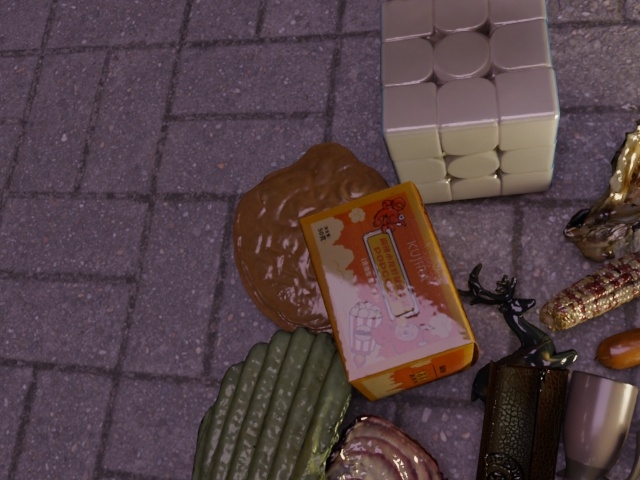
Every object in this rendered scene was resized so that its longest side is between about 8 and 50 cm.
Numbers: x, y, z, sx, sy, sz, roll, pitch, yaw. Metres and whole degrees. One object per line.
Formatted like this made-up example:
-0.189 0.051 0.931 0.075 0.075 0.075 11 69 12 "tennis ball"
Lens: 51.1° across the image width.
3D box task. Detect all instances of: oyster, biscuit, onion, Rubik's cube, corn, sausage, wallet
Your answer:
0.595 -0.092 1.195 0.337 0.133 0.198 -47 67 0 "oyster"
-0.001 -0.001 1.360 0.365 0.062 0.385 -35 67 1 "biscuit"
0.075 0.479 1.148 0.280 0.146 0.314 40 78 -5 "onion"
0.274 -0.263 1.245 0.291 0.290 0.292 -6 68 14 "Rubik's cube"
0.491 0.091 1.169 0.237 0.079 0.080 -26 67 -11 "corn"
0.561 0.179 1.156 0.183 0.054 0.062 -19 100 6 "sausage"
0.337 0.328 1.124 0.132 0.039 0.243 7 95 3 "wallet"

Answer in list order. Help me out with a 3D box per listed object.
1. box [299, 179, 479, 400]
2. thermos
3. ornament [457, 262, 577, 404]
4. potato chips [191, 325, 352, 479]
0.121 0.096 1.130 0.213 0.259 0.284 -19 68 3 "box"
0.464 0.325 1.099 0.137 0.105 0.193 8 77 44 "thermos"
0.313 0.166 1.214 0.202 0.080 0.236 -31 70 0 "ornament"
-0.107 0.353 1.189 0.358 0.070 0.429 -10 53 45 "potato chips"
